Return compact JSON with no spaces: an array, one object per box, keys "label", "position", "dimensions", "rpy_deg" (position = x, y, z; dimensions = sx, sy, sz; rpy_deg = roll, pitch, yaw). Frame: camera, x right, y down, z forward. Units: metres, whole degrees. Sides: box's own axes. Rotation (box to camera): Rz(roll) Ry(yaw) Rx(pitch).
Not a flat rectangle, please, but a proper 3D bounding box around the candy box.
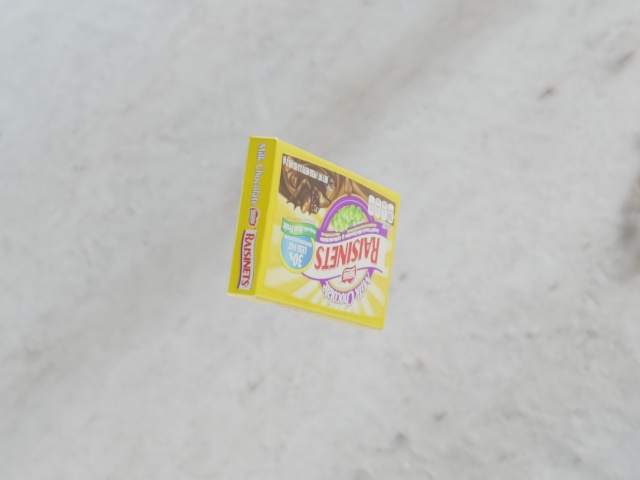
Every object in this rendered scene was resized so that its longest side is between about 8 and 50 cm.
[{"label":"candy box","position":[0.000,0.000,1.136],"dimensions":[0.027,0.206,0.105],"rpy_deg":[7,85,27]}]
